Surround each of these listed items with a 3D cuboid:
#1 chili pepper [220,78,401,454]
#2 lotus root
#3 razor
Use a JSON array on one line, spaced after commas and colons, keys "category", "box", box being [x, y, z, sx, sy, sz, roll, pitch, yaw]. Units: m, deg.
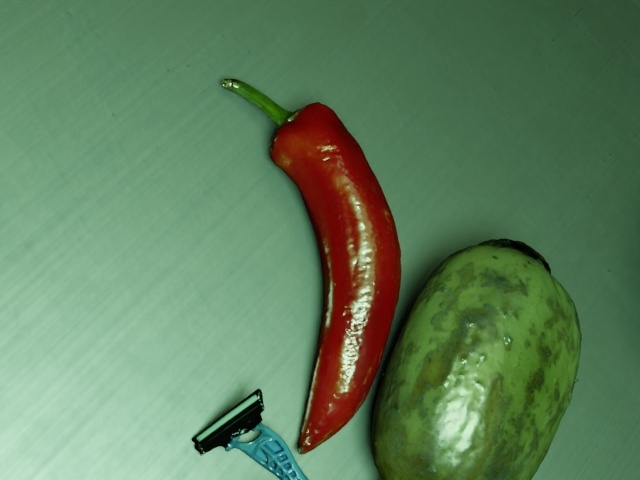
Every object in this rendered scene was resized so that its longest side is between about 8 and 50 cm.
[{"category": "chili pepper", "box": [0.007, 0.003, 0.900, 0.137, 0.092, 0.368, -9, 76, -13]}, {"category": "lotus root", "box": [0.139, 0.145, 0.880, 0.173, 0.173, 0.309, 27, 74, -13]}, {"category": "razor", "box": [0.000, 0.244, 0.849, 0.082, 0.042, 0.253, -40, 93, 16]}]
